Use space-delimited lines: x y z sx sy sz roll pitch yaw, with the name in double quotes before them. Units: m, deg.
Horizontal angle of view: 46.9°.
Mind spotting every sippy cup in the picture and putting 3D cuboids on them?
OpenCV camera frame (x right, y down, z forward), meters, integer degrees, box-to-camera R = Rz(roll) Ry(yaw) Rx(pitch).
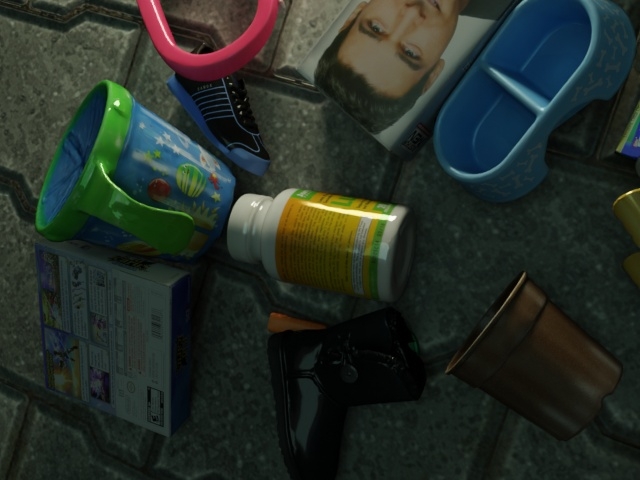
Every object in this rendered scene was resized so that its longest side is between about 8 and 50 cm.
"sippy cup" -0.255 -0.077 1.063 0.240 0.224 0.305 -38 40 39

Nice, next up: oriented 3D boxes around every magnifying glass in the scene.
"magnifying glass" 0.031 0.144 1.078 0.231 0.026 0.092 11 92 21

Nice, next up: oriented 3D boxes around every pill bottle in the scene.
"pill bottle" 0.000 0.000 1.037 0.246 0.136 0.136 10 91 19

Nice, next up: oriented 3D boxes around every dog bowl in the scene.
"dog bowl" 0.258 -0.187 0.941 0.297 0.074 0.166 -54 51 22

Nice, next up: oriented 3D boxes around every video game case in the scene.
"video game case" -0.316 0.143 1.132 0.244 0.061 0.269 15 116 19

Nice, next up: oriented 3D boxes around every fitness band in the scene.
"fitness band" -0.174 -0.374 1.128 0.209 0.054 0.291 -27 65 7

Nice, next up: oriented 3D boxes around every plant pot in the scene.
"plant pot" 0.272 0.153 0.928 0.165 0.167 0.167 38 100 10

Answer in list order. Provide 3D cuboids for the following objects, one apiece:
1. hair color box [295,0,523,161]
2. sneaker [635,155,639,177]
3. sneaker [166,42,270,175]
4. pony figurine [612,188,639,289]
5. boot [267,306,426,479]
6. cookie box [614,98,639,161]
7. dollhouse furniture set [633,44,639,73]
"hair color box" 0.162 -0.313 1.007 0.185 0.113 0.374 43 102 16
"sneaker" 0.497 -0.082 0.871 0.217 0.079 0.121 30 76 16
"sneaker" -0.142 -0.204 1.127 0.090 0.081 0.232 -47 73 19
"pony figurine" 0.453 0.143 0.793 0.303 0.351 0.363 -25 61 13
"boot" 0.044 0.225 1.015 0.207 0.094 0.246 -13 86 27
"cookie box" 0.444 -0.133 0.935 0.107 0.040 0.092 26 98 20
"dollhouse furniture set" 0.510 -0.258 0.835 0.242 0.212 0.161 12 90 46
